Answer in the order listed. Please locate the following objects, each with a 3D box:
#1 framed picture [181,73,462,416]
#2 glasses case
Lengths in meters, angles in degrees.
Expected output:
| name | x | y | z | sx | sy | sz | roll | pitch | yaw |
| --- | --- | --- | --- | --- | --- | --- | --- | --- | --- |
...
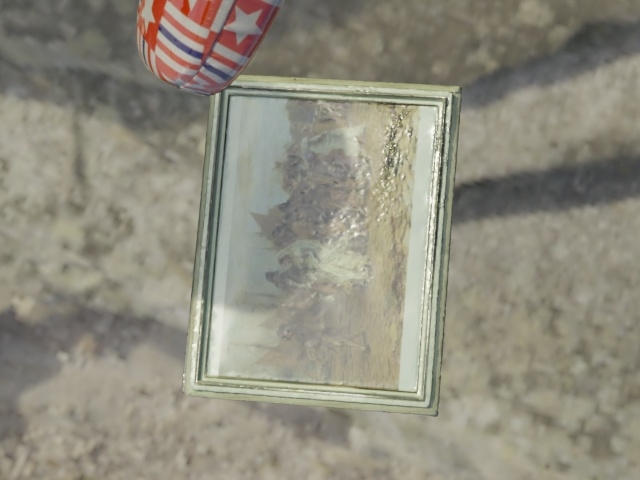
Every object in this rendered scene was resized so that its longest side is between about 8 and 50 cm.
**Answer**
| name | x | y | z | sx | sy | sz | roll | pitch | yaw |
| --- | --- | --- | --- | --- | --- | --- | --- | --- | --- |
| framed picture | 0.000 | 0.000 | 1.537 | 0.217 | 0.274 | 0.017 | 2 | 174 | 10 |
| glasses case | -0.026 | -0.152 | 0.771 | 0.049 | 0.073 | 0.194 | 18 | 104 | -26 |
